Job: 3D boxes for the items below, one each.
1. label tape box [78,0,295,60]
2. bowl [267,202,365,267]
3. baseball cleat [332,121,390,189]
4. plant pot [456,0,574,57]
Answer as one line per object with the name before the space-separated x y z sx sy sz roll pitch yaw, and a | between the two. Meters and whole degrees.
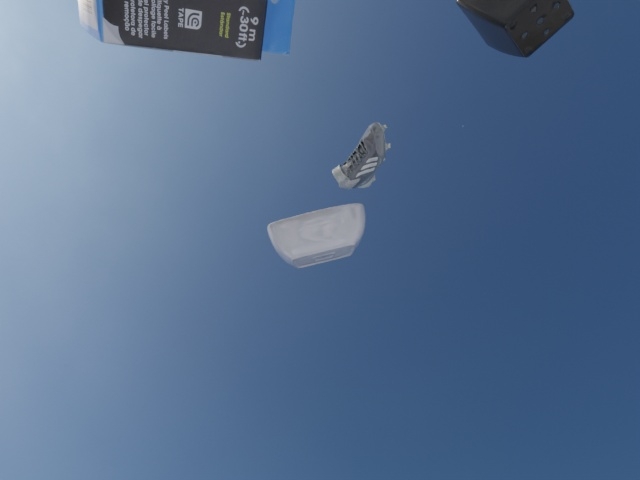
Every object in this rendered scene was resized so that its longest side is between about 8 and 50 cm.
label tape box | -0.146 -0.402 0.571 0.115 0.347 0.249 40 -51 40
bowl | 0.000 0.000 0.589 0.142 0.142 0.053 -14 -102 -3
baseball cleat | 0.084 -0.172 0.895 0.109 0.206 0.072 -16 -117 -12
plant pot | 0.476 -0.553 0.956 0.187 0.188 0.167 -41 -133 28
